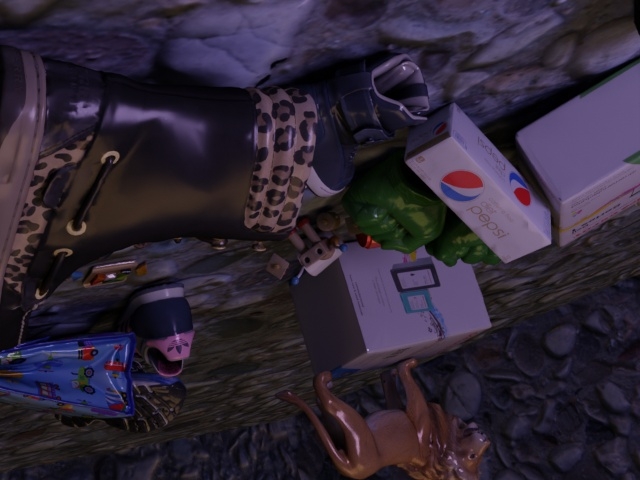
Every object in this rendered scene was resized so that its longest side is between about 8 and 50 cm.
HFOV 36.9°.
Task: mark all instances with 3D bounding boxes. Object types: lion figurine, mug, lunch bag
[{"bbox_3d":[0.110,0.339,1.656,0.392,0.240,0.142,-4,160,-36],"label":"lion figurine"},{"bbox_3d":[0.003,0.011,1.511,0.064,0.062,0.078,-33,-170,19],"label":"mug"},{"bbox_3d":[-0.471,0.213,1.513,0.293,0.138,0.221,6,169,-36],"label":"lunch bag"}]

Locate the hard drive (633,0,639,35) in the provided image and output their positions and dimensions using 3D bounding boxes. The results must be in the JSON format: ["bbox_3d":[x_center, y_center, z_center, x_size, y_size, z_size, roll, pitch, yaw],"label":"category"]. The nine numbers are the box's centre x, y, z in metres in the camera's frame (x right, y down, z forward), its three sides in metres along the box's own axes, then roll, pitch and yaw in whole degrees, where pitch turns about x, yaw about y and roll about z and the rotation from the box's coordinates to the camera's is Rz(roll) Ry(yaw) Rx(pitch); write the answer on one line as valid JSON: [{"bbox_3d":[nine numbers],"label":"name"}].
[{"bbox_3d":[0.414,-0.292,0.884,0.237,0.064,0.339,-21,164,13],"label":"hard drive"}]

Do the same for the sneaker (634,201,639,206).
[{"bbox_3d":[0.518,-0.081,1.504,0.092,0.087,0.228,-20,-155,15],"label":"sneaker"}]

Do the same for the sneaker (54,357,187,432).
[{"bbox_3d":[-0.369,0.257,1.758,0.330,0.129,0.147,-3,-143,36],"label":"sneaker"}]

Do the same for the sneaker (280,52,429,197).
[{"bbox_3d":[0.045,-0.120,1.030,0.163,0.086,0.226,-18,164,13],"label":"sneaker"}]

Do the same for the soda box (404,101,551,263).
[{"bbox_3d":[0.200,-0.068,1.200,0.074,0.069,0.216,-28,123,34],"label":"soda box"}]

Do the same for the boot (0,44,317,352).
[{"bbox_3d":[-0.183,-0.020,0.899,0.284,0.138,0.377,-2,141,-25],"label":"boot"}]

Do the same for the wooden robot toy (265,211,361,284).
[{"bbox_3d":[0.000,0.000,1.434,0.173,0.076,0.079,-34,173,19],"label":"wooden robot toy"}]

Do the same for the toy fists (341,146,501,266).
[{"bbox_3d":[0.163,-0.033,1.337,0.279,0.096,0.142,13,148,-30],"label":"toy fists"}]

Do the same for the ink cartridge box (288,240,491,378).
[{"bbox_3d":[0.122,0.114,1.715,0.270,0.197,0.198,-7,162,-31],"label":"ink cartridge box"}]

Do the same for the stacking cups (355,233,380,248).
[{"bbox_3d":[0.208,-0.046,1.474,0.316,0.096,0.096,-9,163,-20],"label":"stacking cups"}]

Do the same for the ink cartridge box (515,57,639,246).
[{"bbox_3d":[0.385,-0.112,1.315,0.201,0.117,0.278,-31,163,5],"label":"ink cartridge box"}]

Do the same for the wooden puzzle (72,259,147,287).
[{"bbox_3d":[-0.300,0.050,1.373,0.116,0.014,0.078,-11,163,-22],"label":"wooden puzzle"}]

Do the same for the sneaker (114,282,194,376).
[{"bbox_3d":[-0.279,0.177,1.615,0.112,0.131,0.319,-12,164,-18],"label":"sneaker"}]
